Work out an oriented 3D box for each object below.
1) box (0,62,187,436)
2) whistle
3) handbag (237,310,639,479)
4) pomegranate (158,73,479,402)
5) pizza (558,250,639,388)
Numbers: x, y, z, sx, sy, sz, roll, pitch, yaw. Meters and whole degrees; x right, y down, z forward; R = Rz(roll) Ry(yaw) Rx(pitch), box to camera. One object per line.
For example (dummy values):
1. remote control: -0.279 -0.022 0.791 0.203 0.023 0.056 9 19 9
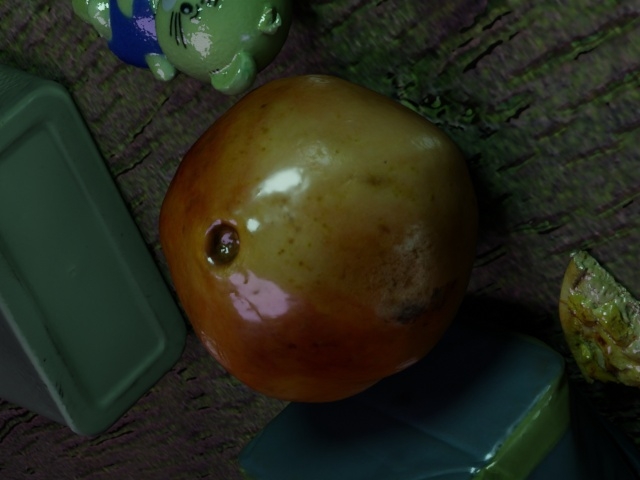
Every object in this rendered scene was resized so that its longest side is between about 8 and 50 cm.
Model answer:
1. box: -0.332 -0.016 1.779 0.343 0.177 0.352 20 144 43
2. whistle: -0.097 -0.157 1.270 0.085 0.105 0.227 23 175 -42
3. handbag: 0.108 0.197 1.329 0.263 0.222 0.241 12 144 53
4. pomegranate: -0.005 -0.001 1.222 0.209 0.209 0.209 37 154 22
5. pizza: 0.195 0.065 1.216 0.108 0.026 0.123 26 148 34
